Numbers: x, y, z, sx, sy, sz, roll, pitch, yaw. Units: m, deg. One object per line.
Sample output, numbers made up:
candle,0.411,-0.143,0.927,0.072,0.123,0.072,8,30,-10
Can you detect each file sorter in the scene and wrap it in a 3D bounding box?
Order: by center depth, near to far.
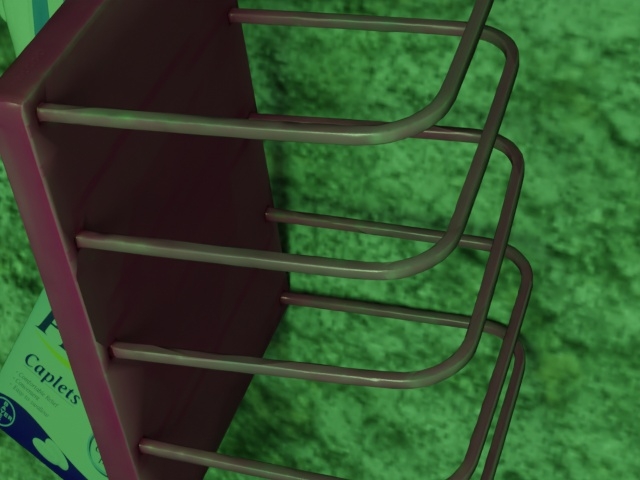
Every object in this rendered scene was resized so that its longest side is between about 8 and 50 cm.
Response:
file sorter,0.000,0.000,0.677,0.182,0.202,0.291,7,133,18

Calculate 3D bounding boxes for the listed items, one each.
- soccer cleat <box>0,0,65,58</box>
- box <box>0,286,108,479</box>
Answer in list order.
soccer cleat,-0.115,-0.170,0.780,0.143,0.116,0.331,28,115,13
box,-0.127,0.085,0.884,0.126,0.072,0.137,36,115,11
